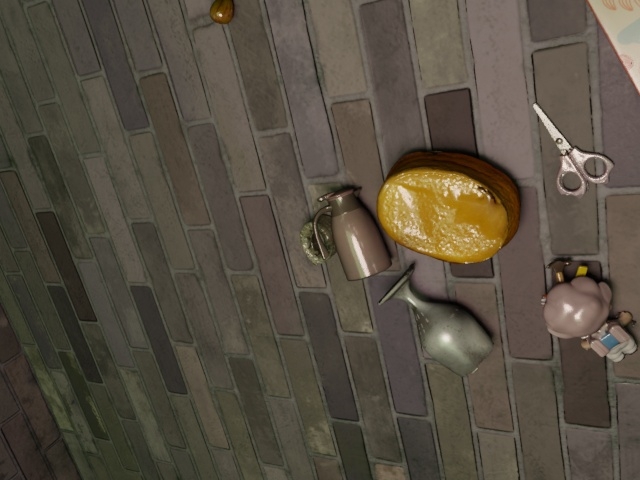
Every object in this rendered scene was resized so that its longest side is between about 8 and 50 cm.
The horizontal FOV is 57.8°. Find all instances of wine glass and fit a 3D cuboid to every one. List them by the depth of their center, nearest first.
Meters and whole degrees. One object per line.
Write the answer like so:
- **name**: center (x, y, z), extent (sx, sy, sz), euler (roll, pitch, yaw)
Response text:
- **wine glass**: center (0.243, 0.172, 1.227), extent (0.241, 0.126, 0.126), euler (43, 127, 8)

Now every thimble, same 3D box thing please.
- **thimble**: center (0.000, 0.000, 1.315), extent (0.085, 0.062, 0.109), euler (19, 121, 24)

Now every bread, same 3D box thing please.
- **bread**: center (0.238, -0.064, 1.098), extent (0.270, 0.143, 0.195), euler (16, 118, 20)

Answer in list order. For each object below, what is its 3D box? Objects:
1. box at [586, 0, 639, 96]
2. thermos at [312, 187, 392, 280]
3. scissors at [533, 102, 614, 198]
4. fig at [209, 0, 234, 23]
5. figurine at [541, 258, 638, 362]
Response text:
- **box**: center (0.575, -0.332, 0.763), extent (0.345, 0.122, 0.385), euler (-29, 92, 36)
- **thermos**: center (0.057, -0.014, 1.240), extent (0.137, 0.105, 0.193), euler (-22, 99, -2)
- **scissors**: center (0.430, -0.164, 1.022), extent (0.100, 0.015, 0.189), euler (-34, 93, 35)
- **fig**: center (-0.197, -0.487, 1.192), extent (0.050, 0.050, 0.083), euler (31, 115, 13)
- **figurine**: center (0.497, 0.144, 1.084), extent (0.229, 0.112, 0.137), euler (42, 122, -8)
